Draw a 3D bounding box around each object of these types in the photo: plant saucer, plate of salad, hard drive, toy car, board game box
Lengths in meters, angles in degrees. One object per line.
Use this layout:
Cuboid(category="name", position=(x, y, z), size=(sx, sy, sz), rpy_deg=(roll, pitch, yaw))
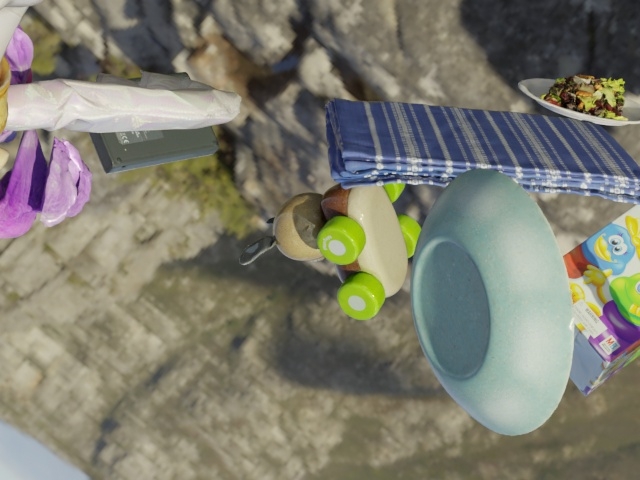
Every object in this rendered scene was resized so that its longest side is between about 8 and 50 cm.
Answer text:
Cuboid(category="plant saucer", position=(0.108, 0.046, 0.848), size=(0.195, 0.037, 0.195), rpy_deg=(174, 90, -65))
Cuboid(category="plate of salad", position=(0.386, -0.212, 1.710), size=(0.200, 0.200, 0.048), rpy_deg=(27, 116, 32))
Cuboid(category="hard drive", position=(-0.177, -0.124, 1.218), size=(0.022, 0.135, 0.094), rpy_deg=(-37, 73, 48))
Cuboid(category="toy car", position=(0.000, 0.000, 1.392), size=(0.188, 0.155, 0.149), rpy_deg=(-3, 121, 30))
Cuboid(category="board game box", position=(0.412, 0.050, 1.511), size=(0.142, 0.275, 0.144), rpy_deg=(52, 166, 19))

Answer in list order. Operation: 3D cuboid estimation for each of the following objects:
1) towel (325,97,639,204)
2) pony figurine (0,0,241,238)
Cuboid(category="towel", position=(0.173, -0.101, 1.310), size=(0.336, 0.040, 0.243), rpy_deg=(4, -158, -5))
Cuboid(category="pony figurine", position=(-0.192, -0.062, 0.594), size=(0.302, 0.363, 0.351), rpy_deg=(28, -177, -16))
